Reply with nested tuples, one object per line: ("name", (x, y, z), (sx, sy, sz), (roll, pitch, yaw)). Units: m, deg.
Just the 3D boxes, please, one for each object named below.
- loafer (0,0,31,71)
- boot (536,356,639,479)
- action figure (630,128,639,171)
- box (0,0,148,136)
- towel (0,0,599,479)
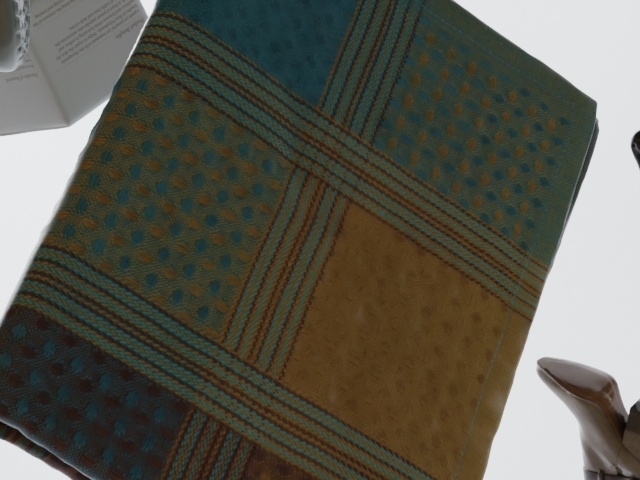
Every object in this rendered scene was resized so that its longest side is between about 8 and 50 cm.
("loafer", (-0.217, -0.214, 0.964), (0.087, 0.094, 0.251), (-6, -80, -3))
("boot", (0.195, 0.140, 1.227), (0.042, 0.087, 0.118), (-22, -144, -39))
("action figure", (0.323, -0.058, 1.082), (0.141, 0.275, 0.164), (39, -104, -22))
("box", (-0.182, -0.132, 1.184), (0.102, 0.087, 0.101), (-4, -151, 46))
("towel", (0.000, 0.000, 0.904), (0.271, 0.040, 0.370), (35, -125, -19))
